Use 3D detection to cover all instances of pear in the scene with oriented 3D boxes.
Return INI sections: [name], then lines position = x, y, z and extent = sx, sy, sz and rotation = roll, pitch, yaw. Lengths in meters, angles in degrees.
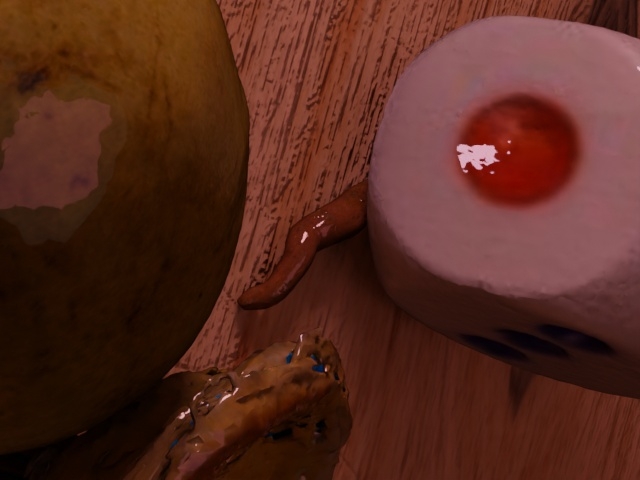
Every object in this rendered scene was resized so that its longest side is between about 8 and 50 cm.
[pear]
position = -0.177, -0.056, 0.743
extent = 0.304, 0.304, 0.304
rotation = -15, 111, -46

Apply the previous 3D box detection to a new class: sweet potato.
[sweet potato]
position = -0.002, -0.004, 1.140
extent = 0.179, 0.044, 0.044
rotation = -44, 129, -35

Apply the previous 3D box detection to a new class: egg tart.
[egg tart]
position = -0.093, 0.160, 0.831
extent = 0.291, 0.107, 0.291
rotation = -48, 158, -28

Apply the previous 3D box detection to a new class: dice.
[dice]
position = 0.202, -0.023, 1.173
extent = 0.251, 0.259, 0.243
rotation = 41, 64, -55

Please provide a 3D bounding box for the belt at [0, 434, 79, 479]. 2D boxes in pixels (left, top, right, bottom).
[belt]
position = -0.209, 0.226, 0.897
extent = 0.217, 0.122, 0.338
rotation = -57, 135, -25
